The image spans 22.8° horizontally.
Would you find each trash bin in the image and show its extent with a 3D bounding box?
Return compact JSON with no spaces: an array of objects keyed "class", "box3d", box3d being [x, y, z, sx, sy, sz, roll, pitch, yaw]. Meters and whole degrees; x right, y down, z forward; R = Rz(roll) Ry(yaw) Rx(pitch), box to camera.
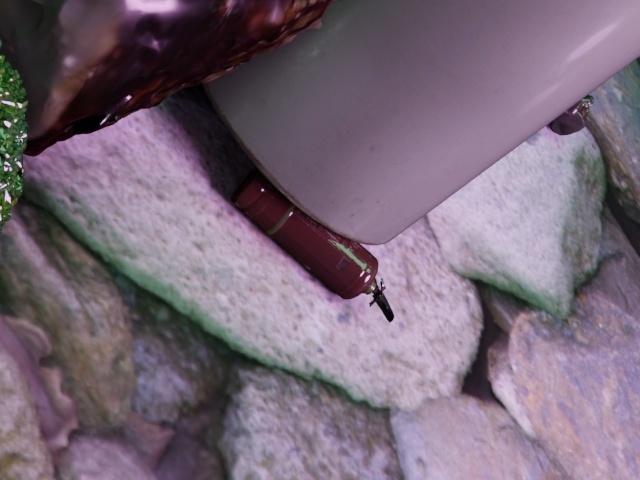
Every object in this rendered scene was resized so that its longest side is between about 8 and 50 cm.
[{"class":"trash bin","box3d":[0.132,-0.218,1.231,0.280,0.432,0.280,41,24,-22]}]

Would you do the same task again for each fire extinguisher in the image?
[{"class":"fire extinguisher","box3d":[0.000,0.000,1.274,0.157,0.045,0.078,40,16,-13]}]

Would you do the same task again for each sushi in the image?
[{"class":"sushi","box3d":[-0.169,-0.214,1.075,0.294,0.299,0.281,-33,114,-50]}]

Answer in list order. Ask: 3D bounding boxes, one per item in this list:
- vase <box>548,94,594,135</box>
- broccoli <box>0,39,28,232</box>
[{"class":"vase","box3d":[0.211,-0.170,1.583,0.183,0.120,0.120,37,37,-41]},{"class":"broccoli","box3d":[-0.289,-0.079,0.872,0.261,0.269,0.241,17,9,-1]}]
